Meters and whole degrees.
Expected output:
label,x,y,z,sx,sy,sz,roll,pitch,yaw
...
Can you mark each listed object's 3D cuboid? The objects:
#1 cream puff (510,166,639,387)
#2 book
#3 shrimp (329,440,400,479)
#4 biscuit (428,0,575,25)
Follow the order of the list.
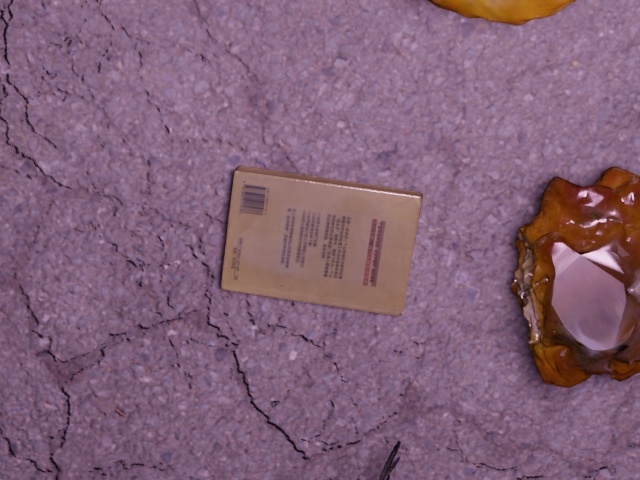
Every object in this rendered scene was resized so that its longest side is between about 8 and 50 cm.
label,x,y,z,sx,sy,sz,roll,pitch,yaw
cream puff,0.332,0.053,1.597,0.241,0.155,0.269,28,104,-6
book,0.000,0.000,1.664,0.231,0.026,0.161,9,107,0
shrimp,0.016,0.416,1.711,0.137,0.172,0.372,13,114,4
biscuit,0.161,-0.430,1.387,0.429,0.104,0.446,35,141,13
